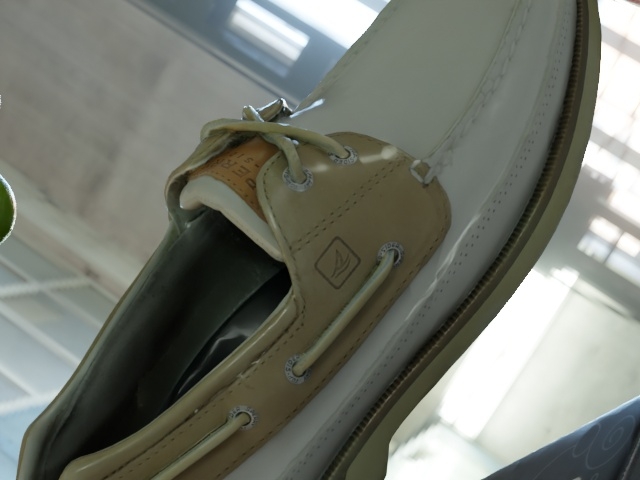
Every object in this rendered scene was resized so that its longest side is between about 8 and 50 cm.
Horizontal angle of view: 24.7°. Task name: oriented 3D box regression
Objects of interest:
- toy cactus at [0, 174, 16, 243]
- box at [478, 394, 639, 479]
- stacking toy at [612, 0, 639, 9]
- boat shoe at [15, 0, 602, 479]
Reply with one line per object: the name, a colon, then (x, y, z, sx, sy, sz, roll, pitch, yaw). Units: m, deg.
toy cactus: (-0.168, -0.083, 0.435, 0.112, 0.219, 0.180, -42, 21, 37)
box: (0.083, 0.193, 0.560, 0.165, 0.143, 0.270, -58, 6, -31)
stacking toy: (0.138, -0.248, 0.818, 0.350, 0.480, 0.350, -5, -90, -68)
boat shoe: (0.000, 0.000, 0.536, 0.103, 0.113, 0.302, 34, -101, -35)
